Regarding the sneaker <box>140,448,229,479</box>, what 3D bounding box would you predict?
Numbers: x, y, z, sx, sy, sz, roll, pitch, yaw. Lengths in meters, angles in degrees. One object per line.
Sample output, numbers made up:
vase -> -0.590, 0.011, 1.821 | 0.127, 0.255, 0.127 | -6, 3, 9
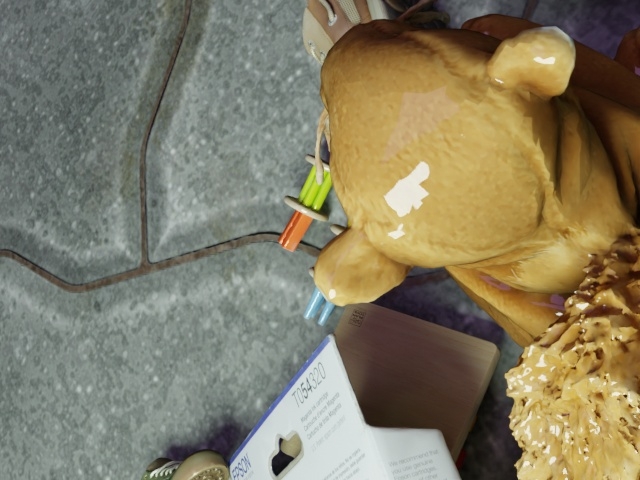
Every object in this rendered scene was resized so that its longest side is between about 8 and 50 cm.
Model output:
sneaker -> -0.161, 0.263, 0.903 | 0.086, 0.064, 0.192 | 59, 135, 37

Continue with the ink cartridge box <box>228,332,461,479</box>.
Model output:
ink cartridge box -> 0.036, 0.281, 0.681 | 0.324, 0.072, 0.330 | -57, 46, 53

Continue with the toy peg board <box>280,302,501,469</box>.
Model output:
toy peg board -> 0.074, 0.158, 0.784 | 0.161, 0.079, 0.160 | 16, 74, 37

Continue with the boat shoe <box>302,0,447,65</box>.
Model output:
boat shoe -> 0.047, -0.218, 0.861 | 0.116, 0.123, 0.324 | -35, 54, 33

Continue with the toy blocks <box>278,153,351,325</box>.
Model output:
toy blocks -> 0.000, 0.000, 0.875 | 0.123, 0.054, 0.148 | 32, 99, 36

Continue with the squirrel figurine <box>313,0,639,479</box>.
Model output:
squirrel figurine -> 0.174, 0.003, 0.547 | 0.281, 0.370, 0.396 | -43, 58, 21
